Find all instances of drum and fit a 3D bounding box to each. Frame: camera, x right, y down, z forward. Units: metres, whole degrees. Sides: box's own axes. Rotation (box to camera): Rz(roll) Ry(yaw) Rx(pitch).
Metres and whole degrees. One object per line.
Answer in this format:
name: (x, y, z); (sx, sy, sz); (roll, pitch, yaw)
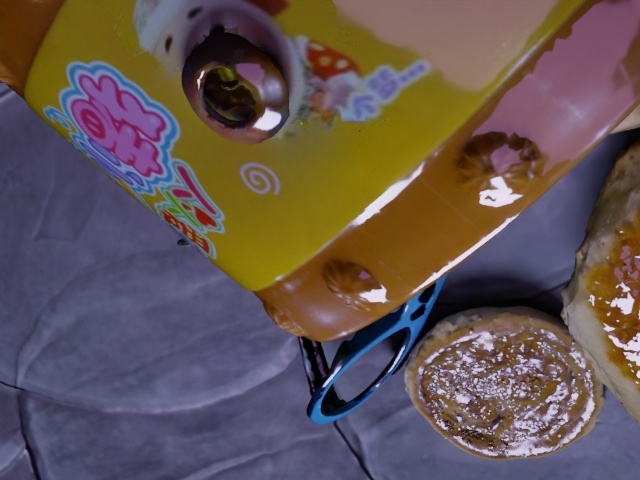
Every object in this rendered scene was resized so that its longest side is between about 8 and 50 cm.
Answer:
drum: (0.047, -0.171, 0.563); (0.214, 0.431, 0.431); (40, 120, -8)

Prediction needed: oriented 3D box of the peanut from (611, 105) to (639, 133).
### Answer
peanut: (0.240, -0.138, 0.716); (0.263, 0.101, 0.117); (-13, 73, 18)

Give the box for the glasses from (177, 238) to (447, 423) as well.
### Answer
glasses: (-0.009, 0.018, 0.874); (0.207, 0.102, 0.239); (19, 122, 2)

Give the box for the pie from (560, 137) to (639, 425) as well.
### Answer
pie: (0.316, 0.039, 0.795); (0.315, 0.092, 0.315); (0, 124, 0)

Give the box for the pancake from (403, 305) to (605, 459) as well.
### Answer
pancake: (0.141, 0.113, 0.929); (0.158, 0.028, 0.158); (3, 126, 5)
